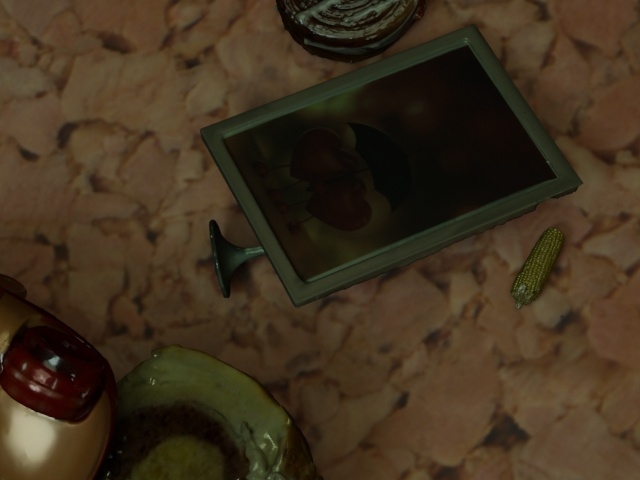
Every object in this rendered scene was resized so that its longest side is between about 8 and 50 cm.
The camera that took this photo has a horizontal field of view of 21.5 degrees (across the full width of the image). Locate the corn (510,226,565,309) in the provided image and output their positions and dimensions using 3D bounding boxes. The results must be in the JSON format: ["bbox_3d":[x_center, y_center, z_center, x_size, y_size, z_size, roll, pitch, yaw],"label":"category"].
[{"bbox_3d":[0.201,0.026,1.562,0.027,0.028,0.083,28,81,3],"label":"corn"}]

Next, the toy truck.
[{"bbox_3d":[-0.286,0.129,1.474,0.265,0.239,0.189,30,98,12],"label":"toy truck"}]

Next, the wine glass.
[{"bbox_3d":[0.000,0.000,1.561,0.196,0.079,0.079,-11,76,3],"label":"wine glass"}]

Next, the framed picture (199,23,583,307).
[{"bbox_3d":[0.063,-0.073,1.544,0.290,0.020,0.211,-22,60,-13],"label":"framed picture"}]

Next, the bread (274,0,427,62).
[{"bbox_3d":[0.029,-0.254,1.619,0.161,0.073,0.160,-1,76,5],"label":"bread"}]

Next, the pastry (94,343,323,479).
[{"bbox_3d":[-0.104,0.231,1.469,0.256,0.170,0.236,19,78,44],"label":"pastry"}]
